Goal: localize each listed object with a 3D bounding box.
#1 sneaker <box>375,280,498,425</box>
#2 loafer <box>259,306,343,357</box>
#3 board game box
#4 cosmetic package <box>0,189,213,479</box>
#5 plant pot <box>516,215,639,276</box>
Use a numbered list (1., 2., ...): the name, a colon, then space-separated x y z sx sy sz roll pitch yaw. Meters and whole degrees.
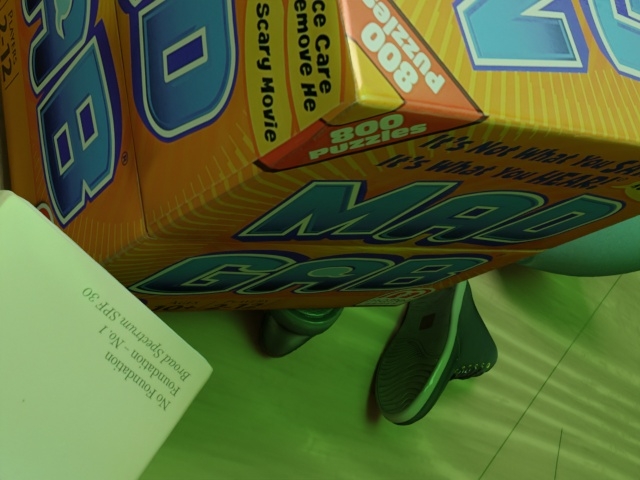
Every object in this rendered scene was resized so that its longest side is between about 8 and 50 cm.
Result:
1. sneaker: 0.138 0.135 1.012 0.118 0.083 0.222 55 41 -25
2. loafer: 0.000 0.000 0.906 0.096 0.084 0.267 31 45 -4
3. board game box: 0.011 -0.164 0.656 0.356 0.356 0.356 2 71 -40
4. cosmetic package: -0.214 0.138 0.466 0.160 0.113 0.309 46 65 -31
5. plant pot: 0.309 -0.069 1.179 0.195 0.290 0.290 -26 101 -15
